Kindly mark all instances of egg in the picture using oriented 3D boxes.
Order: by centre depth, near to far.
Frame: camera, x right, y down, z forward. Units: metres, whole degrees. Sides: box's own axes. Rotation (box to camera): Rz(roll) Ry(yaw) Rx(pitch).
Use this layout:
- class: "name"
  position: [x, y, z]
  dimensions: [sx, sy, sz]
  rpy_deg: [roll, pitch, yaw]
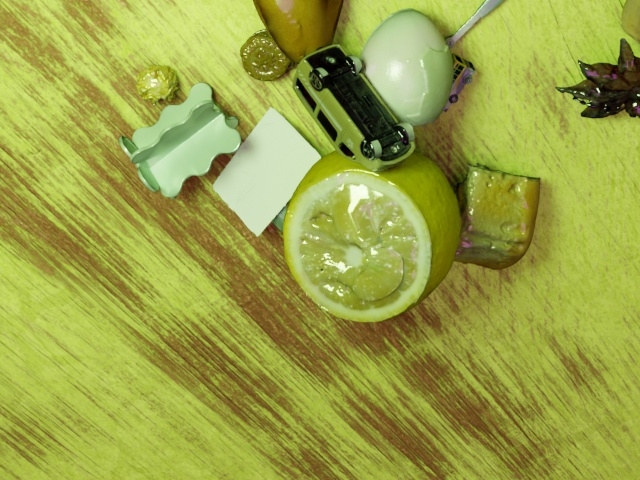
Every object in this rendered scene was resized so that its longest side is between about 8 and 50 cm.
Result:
- class: "egg"
  position: [0.157, -0.321, 1.744]
  dimensions: [0.183, 0.183, 0.217]
  rpy_deg: [-4, 105, 0]

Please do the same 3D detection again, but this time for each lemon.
- class: "lemon"
  position: [0.115, -0.035, 1.842]
  dimensions: [0.364, 0.364, 0.364]
  rpy_deg: [-1, 123, -1]

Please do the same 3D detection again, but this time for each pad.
- class: "pad"
  position: [-0.113, -0.137, 1.901]
  dimensions: [0.156, 0.004, 0.232]
  rpy_deg: [46, 116, 13]

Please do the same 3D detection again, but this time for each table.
- class: "table"
  position: [-0.263, -0.197, 1.829]
  dimensions: [0.198, 0.166, 0.166]
  rpy_deg: [-36, 118, 11]

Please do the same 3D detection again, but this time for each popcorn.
- class: "popcorn"
  position: [-0.315, -0.302, 1.810]
  dimensions: [0.083, 0.057, 0.082]
  rpy_deg: [41, 107, -21]

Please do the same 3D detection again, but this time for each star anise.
- class: "star anise"
  position: [0.591, -0.284, 1.780]
  dimensions: [0.271, 0.103, 0.272]
  rpy_deg: [-3, 154, -2]

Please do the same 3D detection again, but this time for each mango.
- class: "mango"
  position: [-0.046, -0.425, 1.680]
  dimensions: [0.136, 0.166, 0.236]
  rpy_deg: [2, 139, 31]

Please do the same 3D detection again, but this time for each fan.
- class: "fan"
  position: [0.333, -0.466, 1.749]
  dimensions: [0.057, 0.023, 0.282]
  rpy_deg: [39, 113, -25]

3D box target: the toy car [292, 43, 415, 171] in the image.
- class: "toy car"
  position: [0.056, -0.224, 1.684]
  dimensions: [0.101, 0.257, 0.124]
  rpy_deg: [-28, 167, -29]

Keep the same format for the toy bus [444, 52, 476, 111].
- class: "toy bus"
  position: [0.252, -0.309, 1.828]
  dimensions: [0.058, 0.052, 0.102]
  rpy_deg: [26, 118, -18]

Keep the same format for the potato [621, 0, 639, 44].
- class: "potato"
  position: [0.650, -0.453, 1.699]
  dimensions: [0.150, 0.146, 0.234]
  rpy_deg: [38, 139, 10]

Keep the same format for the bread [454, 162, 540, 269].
- class: "bread"
  position: [0.352, -0.026, 1.955]
  dimensions: [0.204, 0.163, 0.262]
  rpy_deg: [7, 137, -20]

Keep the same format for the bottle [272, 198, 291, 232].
- class: "bottle"
  position: [0.000, 0.000, 2.000]
  dimensions: [0.083, 0.083, 0.269]
  rpy_deg: [-38, 118, 20]

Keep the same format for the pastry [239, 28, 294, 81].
- class: "pastry"
  position: [-0.100, -0.355, 1.785]
  dimensions: [0.109, 0.057, 0.097]
  rpy_deg: [16, 126, -9]
